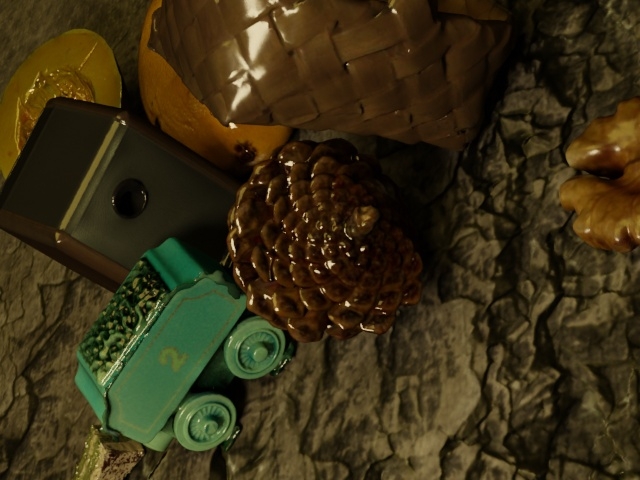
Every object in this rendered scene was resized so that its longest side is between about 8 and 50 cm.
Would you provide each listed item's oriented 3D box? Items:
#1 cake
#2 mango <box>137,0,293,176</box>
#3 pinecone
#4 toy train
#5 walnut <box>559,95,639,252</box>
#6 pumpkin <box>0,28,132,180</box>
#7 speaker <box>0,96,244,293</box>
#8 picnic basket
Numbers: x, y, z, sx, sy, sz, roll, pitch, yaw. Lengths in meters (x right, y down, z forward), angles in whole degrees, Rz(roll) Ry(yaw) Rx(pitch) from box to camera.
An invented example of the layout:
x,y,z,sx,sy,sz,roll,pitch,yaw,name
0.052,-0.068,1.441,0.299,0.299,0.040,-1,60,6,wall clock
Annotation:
x,y,z,sx,sy,sz,roll,pitch,yaw,name
-0.242,0.255,1.554,0.140,0.055,0.051,-55,45,5,cake
-0.115,-0.178,1.663,0.177,0.120,0.295,-54,36,16,mango
0.002,-0.001,1.377,0.168,0.212,0.186,-15,92,2,pinecone
-0.136,0.105,1.453,0.203,0.163,0.112,-56,37,4,toy train
0.274,-0.050,1.205,0.170,0.069,0.143,-4,61,44,walnut
-0.292,-0.134,1.840,0.217,0.110,0.217,-14,64,30,pumpkin
-0.190,-0.026,1.545,0.192,0.231,0.153,17,77,50,speaker
0.028,-0.267,1.369,0.337,0.337,0.293,-52,37,6,picnic basket
